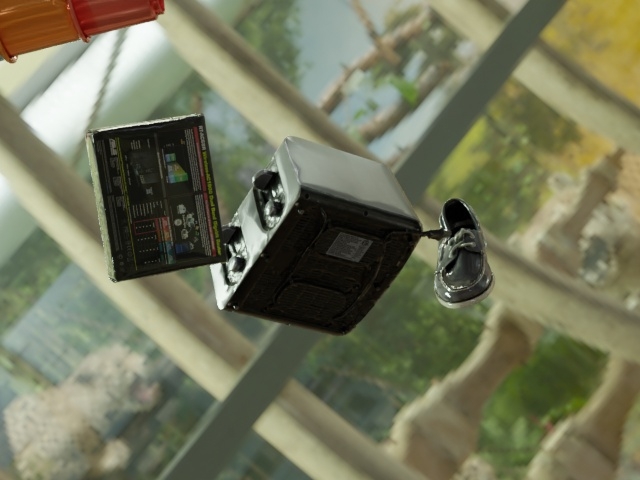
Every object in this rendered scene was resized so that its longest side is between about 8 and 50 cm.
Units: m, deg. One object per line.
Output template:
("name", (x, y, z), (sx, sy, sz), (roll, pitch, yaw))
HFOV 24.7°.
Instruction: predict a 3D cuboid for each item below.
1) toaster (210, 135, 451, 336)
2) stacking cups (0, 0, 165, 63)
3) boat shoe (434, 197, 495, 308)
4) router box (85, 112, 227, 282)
("toaster", (0.000, 0.000, 1.471), (0.168, 0.185, 0.110), (-55, 37, 30))
("stacking cups", (-0.281, -0.171, 1.124), (0.316, 0.096, 0.096), (-14, 4, 4))
("boat shoe", (0.166, 0.014, 1.766), (0.075, 0.065, 0.206), (-15, 24, 12))
("router box", (-0.130, -0.034, 1.155), (0.092, 0.122, 0.038), (-10, 5, -17))
